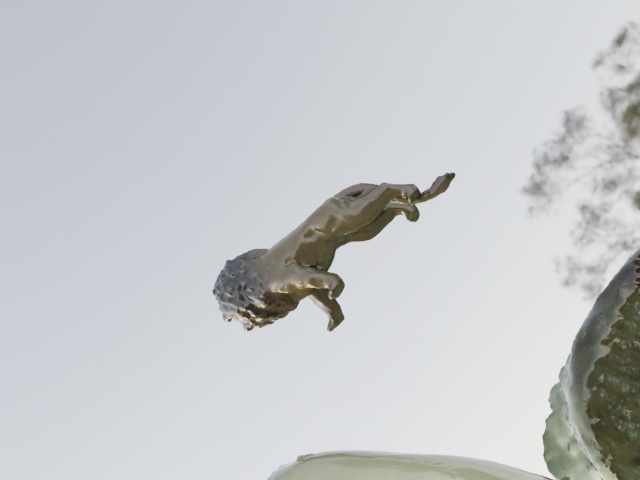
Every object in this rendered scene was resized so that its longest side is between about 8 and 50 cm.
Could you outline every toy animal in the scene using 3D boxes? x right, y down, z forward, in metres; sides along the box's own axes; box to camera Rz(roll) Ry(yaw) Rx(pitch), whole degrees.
[{"bbox_3d":[0.011,0.013,0.868,0.220,0.086,0.069,-31,-16,13],"label":"toy animal"}]

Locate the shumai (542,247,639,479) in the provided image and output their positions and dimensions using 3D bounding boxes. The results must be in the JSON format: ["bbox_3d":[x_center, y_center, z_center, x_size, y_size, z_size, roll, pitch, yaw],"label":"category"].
[{"bbox_3d":[0.444,0.207,1.525,0.397,0.324,0.323,-47,-4,-27],"label":"shumai"}]

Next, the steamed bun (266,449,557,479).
[{"bbox_3d":[0.072,0.218,0.730,0.152,0.239,0.169,35,-120,-78],"label":"steamed bun"}]
